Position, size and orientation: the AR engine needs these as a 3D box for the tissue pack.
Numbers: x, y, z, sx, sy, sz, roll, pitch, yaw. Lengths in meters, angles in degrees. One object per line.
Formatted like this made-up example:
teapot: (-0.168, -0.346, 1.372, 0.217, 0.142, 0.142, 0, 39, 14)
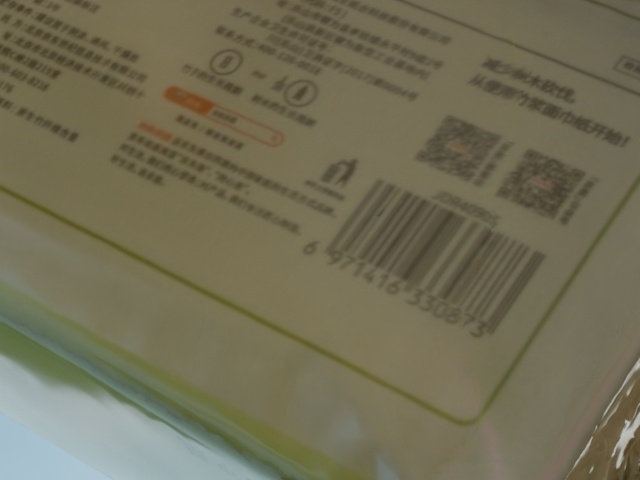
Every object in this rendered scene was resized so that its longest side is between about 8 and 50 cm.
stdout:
tissue pack: (0.000, 0.000, 0.440, 0.159, 0.234, 0.125, -54, -30, -22)
